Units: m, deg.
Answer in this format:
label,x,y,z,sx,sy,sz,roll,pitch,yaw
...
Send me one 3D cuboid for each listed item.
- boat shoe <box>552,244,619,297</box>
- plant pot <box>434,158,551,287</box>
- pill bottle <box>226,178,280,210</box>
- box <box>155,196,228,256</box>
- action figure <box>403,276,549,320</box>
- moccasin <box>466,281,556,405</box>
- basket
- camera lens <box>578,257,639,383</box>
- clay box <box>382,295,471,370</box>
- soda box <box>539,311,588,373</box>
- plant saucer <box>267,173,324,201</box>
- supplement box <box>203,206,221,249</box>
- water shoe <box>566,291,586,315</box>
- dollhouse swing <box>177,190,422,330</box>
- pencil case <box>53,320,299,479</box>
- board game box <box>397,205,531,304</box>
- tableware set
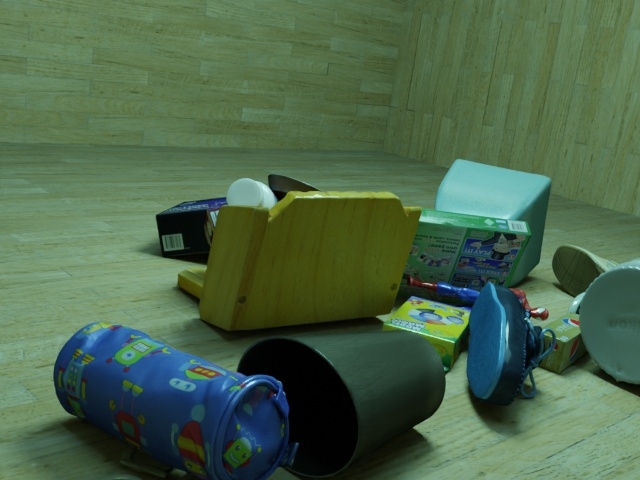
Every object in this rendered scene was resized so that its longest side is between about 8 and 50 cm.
label,x,y,z,sx,sy,sz,roll,pitch,yaw
boat shoe,0.672,0.100,1.745,0.098,0.109,0.302,5,19,-33
plant pot,0.384,-0.019,1.789,0.247,0.247,0.252,15,32,26
pill bottle,-0.120,-0.059,1.394,0.087,0.087,0.160,12,-12,14
box,-0.209,-0.041,1.677,0.261,0.103,0.184,-6,9,12
action figure,0.308,0.132,1.431,0.280,0.092,0.139,7,7,-1
moccasin,0.313,0.157,1.202,0.116,0.138,0.342,27,26,2
basket,0.042,0.188,0.944,0.204,0.154,0.226,17,13,40
camera lens,0.621,0.135,1.321,0.274,0.220,0.219,-2,17,-37
clay box,0.189,0.161,1.318,0.127,0.053,0.222,13,14,19
soda box,0.445,0.183,1.358,0.058,0.061,0.181,18,17,35
plant saucer,-0.030,-0.077,1.438,0.168,0.029,0.168,25,-9,4
supplement box,-0.191,-0.022,1.410,0.043,0.055,0.083,-14,-20,-19
water shoe,0.599,0.149,1.559,0.203,0.073,0.080,-3,20,-35
dollhouse swing,-0.065,0.003,1.385,0.346,0.315,0.305,-2,28,-34
pencil case,-0.168,0.175,0.842,0.306,0.119,0.133,10,36,38
board game box,0.243,0.035,1.536,0.317,0.214,0.046,7,42,-5
tableware set,-0.161,0.257,0.802,0.141,0.020,0.169,9,14,3
